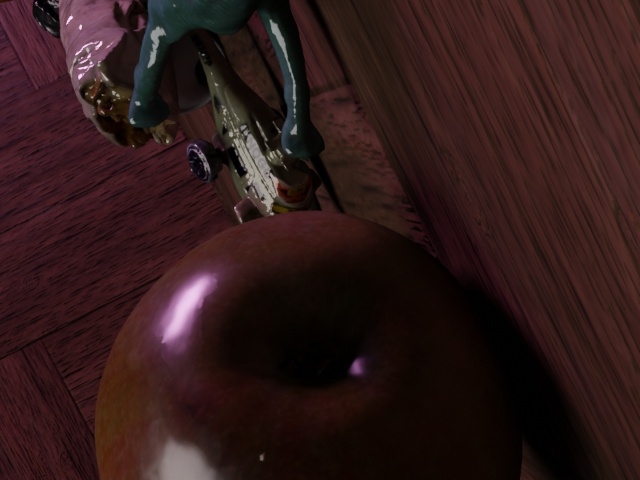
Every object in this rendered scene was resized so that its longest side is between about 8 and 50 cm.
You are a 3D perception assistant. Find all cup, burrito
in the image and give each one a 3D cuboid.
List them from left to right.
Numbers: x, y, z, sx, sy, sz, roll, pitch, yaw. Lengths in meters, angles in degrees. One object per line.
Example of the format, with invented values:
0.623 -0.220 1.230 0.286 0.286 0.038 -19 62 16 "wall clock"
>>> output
-0.165 -0.157 1.082 0.392 0.076 0.117 -119 7 -64 "burrito"
-0.162 -0.197 1.461 0.133 0.099 0.136 55 170 47 "cup"

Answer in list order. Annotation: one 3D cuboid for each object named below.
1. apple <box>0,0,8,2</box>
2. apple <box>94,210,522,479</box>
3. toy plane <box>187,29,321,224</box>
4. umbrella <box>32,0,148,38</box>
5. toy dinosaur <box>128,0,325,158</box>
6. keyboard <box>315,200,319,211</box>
-0.388 -0.400 1.479 0.275 0.299 0.299 -92 -20 -60 "apple"
-0.011 0.109 0.781 0.256 0.257 0.234 60 171 24 "apple"
-0.074 -0.122 1.140 0.286 0.092 0.108 62 153 2 "toy plane"
-0.221 -0.262 1.359 0.326 0.094 0.090 -4 93 63 "umbrella"
-0.085 -0.230 0.765 0.331 0.129 0.383 90 155 -55 "toy dinosaur"
0.000 0.000 1.354 0.061 0.013 0.204 56 171 44 "keyboard"
